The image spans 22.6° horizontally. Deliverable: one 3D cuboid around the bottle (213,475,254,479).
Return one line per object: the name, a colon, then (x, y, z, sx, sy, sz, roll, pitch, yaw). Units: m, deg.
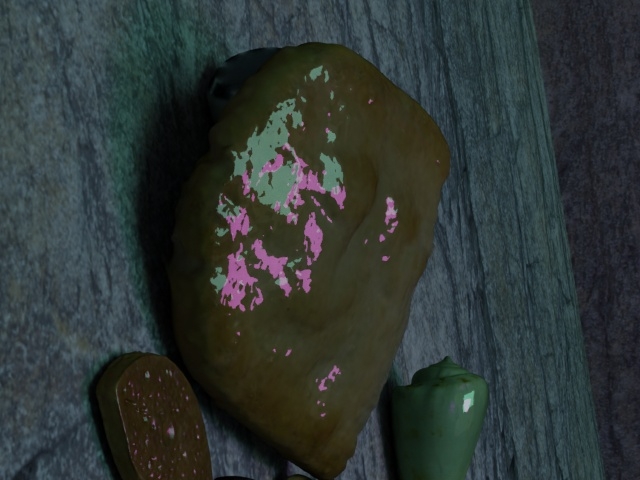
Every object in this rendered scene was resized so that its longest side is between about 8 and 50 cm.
bottle: (-0.088, 0.320, 1.625, 0.060, 0.060, 0.164, 43, 43, -61)

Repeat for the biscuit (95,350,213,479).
biscuit: (-0.156, 0.181, 1.526, 0.220, 0.029, 0.141, 54, 35, -52)

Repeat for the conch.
conch: (0.163, 0.288, 2.247, 0.137, 0.143, 0.250, -4, 102, -29)

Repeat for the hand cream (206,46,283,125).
hand cream: (-0.032, -0.044, 1.848, 0.185, 0.118, 0.358, -43, 130, -41)

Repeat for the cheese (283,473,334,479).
cheese: (-0.012, 0.305, 1.869, 0.162, 0.036, 0.086, -22, 101, -70)

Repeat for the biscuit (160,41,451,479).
biscuit: (0.001, 0.000, 1.732, 0.429, 0.104, 0.446, -64, 145, -15)
